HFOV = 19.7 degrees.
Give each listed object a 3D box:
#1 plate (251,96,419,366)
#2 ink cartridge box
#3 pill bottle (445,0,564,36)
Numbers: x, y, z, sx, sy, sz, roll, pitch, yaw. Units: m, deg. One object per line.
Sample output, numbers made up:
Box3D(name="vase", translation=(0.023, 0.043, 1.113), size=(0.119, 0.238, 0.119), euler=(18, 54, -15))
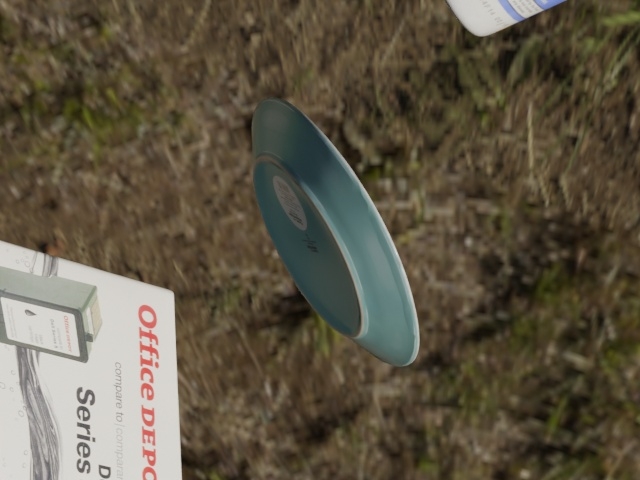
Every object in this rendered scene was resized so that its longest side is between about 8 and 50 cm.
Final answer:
Box3D(name="plate", translation=(0.000, 0.000, 1.139), size=(0.024, 0.188, 0.188), euler=(-29, 73, -16))
Box3D(name="ink cartridge box", translation=(-0.234, 0.107, 1.243), size=(0.273, 0.115, 0.198), euler=(17, 55, -35))
Box3D(name="pill bottle", translation=(0.219, -0.286, 1.498), size=(0.272, 0.152, 0.152), euler=(-22, 71, 19))
